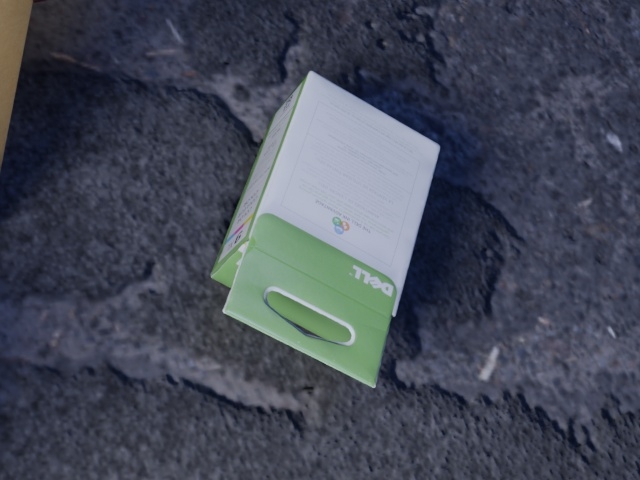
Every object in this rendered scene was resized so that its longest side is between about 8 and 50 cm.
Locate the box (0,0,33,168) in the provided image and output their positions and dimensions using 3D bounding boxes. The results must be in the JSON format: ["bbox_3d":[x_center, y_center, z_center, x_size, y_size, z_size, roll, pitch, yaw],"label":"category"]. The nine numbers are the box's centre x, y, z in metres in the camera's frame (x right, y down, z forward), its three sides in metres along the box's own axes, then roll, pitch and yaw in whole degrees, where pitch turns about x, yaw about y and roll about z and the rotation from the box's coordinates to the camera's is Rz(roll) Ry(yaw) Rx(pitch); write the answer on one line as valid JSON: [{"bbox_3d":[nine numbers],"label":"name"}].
[{"bbox_3d":[-0.227,-0.056,0.699,0.164,0.201,0.021,-25,59,-40],"label":"box"}]

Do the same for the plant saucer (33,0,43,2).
[{"bbox_3d":[-0.247,-0.238,0.788,0.332,0.084,0.332,32,11,-7],"label":"plant saucer"}]

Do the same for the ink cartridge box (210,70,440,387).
[{"bbox_3d":[0.000,0.000,0.898,0.109,0.062,0.209,29,51,-14],"label":"ink cartridge box"}]
